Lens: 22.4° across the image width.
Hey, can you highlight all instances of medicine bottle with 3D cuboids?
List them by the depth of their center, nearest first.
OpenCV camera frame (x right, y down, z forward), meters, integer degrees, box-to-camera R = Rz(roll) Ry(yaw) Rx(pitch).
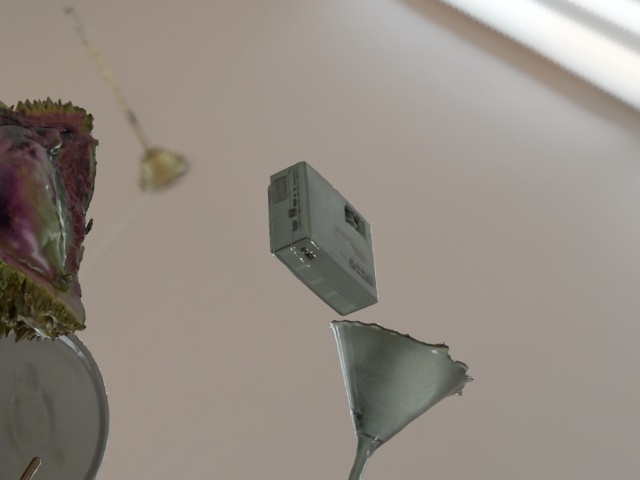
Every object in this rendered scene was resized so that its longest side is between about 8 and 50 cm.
[{"bbox_3d":[-0.390,0.163,1.475,0.384,0.224,0.224,-4,-142,40],"label":"medicine bottle"}]

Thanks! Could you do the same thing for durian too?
[{"bbox_3d":[-0.208,-0.025,0.964,0.119,0.108,0.186,-22,-131,23],"label":"durian"}]

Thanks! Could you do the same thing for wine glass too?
[{"bbox_3d":[0.040,0.208,1.550,0.156,0.156,0.232,6,-112,43],"label":"wine glass"}]

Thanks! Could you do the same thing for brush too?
[{"bbox_3d":[-0.247,0.215,1.224,0.043,0.014,0.170,-53,-175,31],"label":"brush"}]

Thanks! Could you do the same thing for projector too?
[{"bbox_3d":[0.000,0.000,1.783,0.061,0.147,0.115,-22,-131,23],"label":"projector"}]
